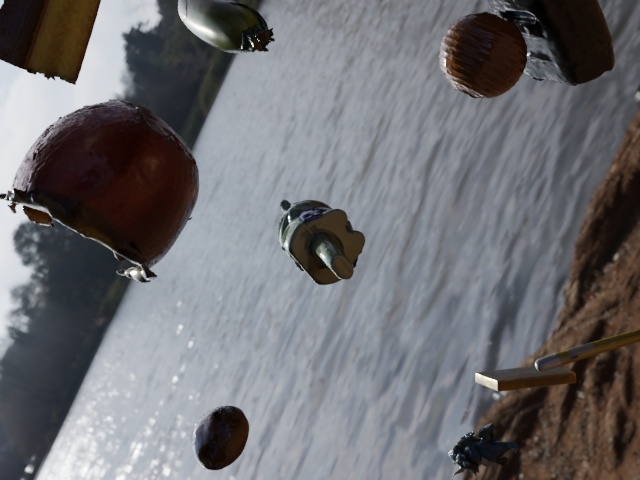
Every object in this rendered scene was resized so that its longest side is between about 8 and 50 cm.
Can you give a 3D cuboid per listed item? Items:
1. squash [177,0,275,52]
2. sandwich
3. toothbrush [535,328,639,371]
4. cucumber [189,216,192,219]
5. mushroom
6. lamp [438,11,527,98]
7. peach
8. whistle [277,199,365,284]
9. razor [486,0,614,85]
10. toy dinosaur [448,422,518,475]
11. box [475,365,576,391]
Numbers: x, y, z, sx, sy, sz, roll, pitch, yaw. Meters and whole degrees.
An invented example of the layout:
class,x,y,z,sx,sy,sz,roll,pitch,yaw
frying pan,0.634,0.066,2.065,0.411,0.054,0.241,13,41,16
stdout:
class,x,y,z,sx,sy,sz,roll,pitch,yaw
squash,-0.156,-0.348,1.376,0.331,0.087,0.087,41,107,53
sandwich,-0.351,-0.331,1.113,0.236,0.128,0.122,-65,-13,17
toothbrush,0.424,0.125,1.150,0.021,0.288,0.024,-108,3,-54
cucumber,-0.362,-0.071,1.950,0.037,0.155,0.037,-50,27,38
mushroom,-0.180,0.361,1.576,0.127,0.087,0.127,-32,43,36
lamp,0.251,-0.286,1.342,0.136,0.136,0.136,-61,11,20
peach,-0.416,-0.099,1.673,0.416,0.339,0.353,-80,15,-61
whistle,0.000,0.000,1.120,0.092,0.110,0.244,-40,18,-3
razor,0.331,-0.380,1.339,0.189,0.327,0.107,26,75,48
toy dinosaur,0.184,0.239,0.980,0.083,0.047,0.030,-33,-9,28
box,0.366,0.245,1.548,0.089,0.156,0.022,-179,85,-72
